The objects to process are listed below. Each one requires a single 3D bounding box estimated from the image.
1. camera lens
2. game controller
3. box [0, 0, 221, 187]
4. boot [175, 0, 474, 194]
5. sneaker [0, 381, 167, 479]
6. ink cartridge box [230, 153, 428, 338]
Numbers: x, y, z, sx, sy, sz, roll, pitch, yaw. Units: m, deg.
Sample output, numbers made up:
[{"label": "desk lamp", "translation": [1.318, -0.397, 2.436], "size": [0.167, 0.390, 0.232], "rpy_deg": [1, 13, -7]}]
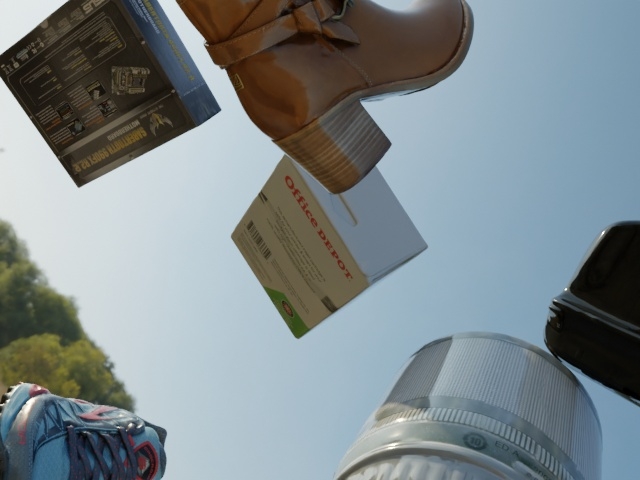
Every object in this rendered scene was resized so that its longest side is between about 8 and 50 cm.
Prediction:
[{"label": "camera lens", "translation": [0.134, 0.223, 0.596], "size": [0.219, 0.274, 0.219], "rpy_deg": [7, -72, 21]}, {"label": "game controller", "translation": [0.330, 0.079, 0.555], "size": [0.067, 0.166, 0.319], "rpy_deg": [40, -4, -29]}, {"label": "box", "translation": [-0.254, -0.182, 0.779], "size": [0.231, 0.056, 0.183], "rpy_deg": [-19, -69, 34]}, {"label": "boot", "translation": [0.014, -0.146, 0.421], "size": [0.073, 0.197, 0.152], "rpy_deg": [-9, -51, 50]}, {"label": "sneaker", "translation": [-0.200, 0.182, 0.588], "size": [0.262, 0.125, 0.104], "rpy_deg": [91, 5, -80]}, {"label": "ink cartridge box", "translation": [0.000, 0.000, 0.991], "size": [0.211, 0.121, 0.289], "rpy_deg": [58, -31, 7]}]
